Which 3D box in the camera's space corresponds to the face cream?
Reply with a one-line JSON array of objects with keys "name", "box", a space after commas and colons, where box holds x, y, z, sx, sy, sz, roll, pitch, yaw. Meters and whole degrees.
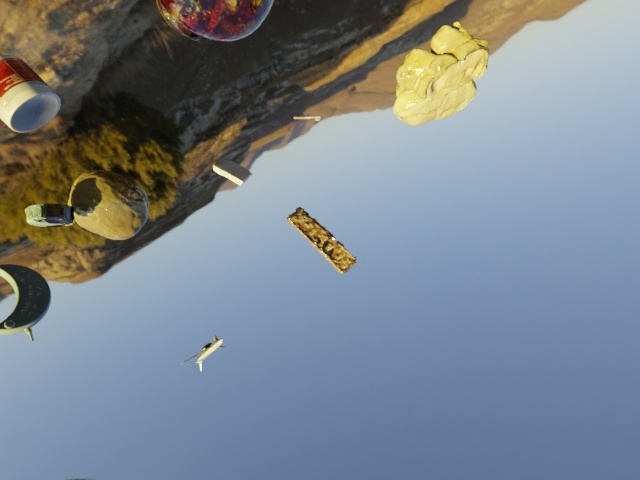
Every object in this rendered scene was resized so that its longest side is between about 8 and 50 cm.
[{"name": "face cream", "box": [-1.084, -0.523, 1.481, 0.201, 0.187, 0.201, -43, -175, 4]}]

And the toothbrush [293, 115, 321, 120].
[{"name": "toothbrush", "box": [-0.029, -0.256, 0.869, 0.097, 0.006, 0.008, 22, -92, 51]}]

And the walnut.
[{"name": "walnut", "box": [-0.784, -0.128, 1.533, 0.283, 0.283, 0.227, -30, -133, -12]}]

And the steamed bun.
[{"name": "steamed bun", "box": [0.218, -0.320, 0.817, 0.192, 0.106, 0.177, -28, 159, 3]}]

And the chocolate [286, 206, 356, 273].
[{"name": "chocolate", "box": [0.000, 0.001, 1.655, 0.102, 0.329, 0.065, -39, 168, -35]}]

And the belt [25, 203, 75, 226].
[{"name": "belt", "box": [-0.866, -0.082, 1.331, 0.105, 0.058, 0.140, -19, 168, 32]}]

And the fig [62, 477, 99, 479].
[{"name": "fig", "box": [-0.293, 0.311, 0.421, 0.149, 0.245, 0.149, -4, -130, 5]}]

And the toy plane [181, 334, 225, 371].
[{"name": "toy plane", "box": [-0.468, 0.462, 1.729, 0.226, 0.058, 0.226, -8, 142, -54]}]

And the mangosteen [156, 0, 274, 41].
[{"name": "mangosteen", "box": [-0.215, -0.484, 0.760, 0.289, 0.231, 0.231, 13, -140, 44]}]

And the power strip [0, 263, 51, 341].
[{"name": "power strip", "box": [-0.781, 0.163, 1.079, 0.137, 0.215, 0.044, 2, 150, -41]}]

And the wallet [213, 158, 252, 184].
[{"name": "wallet", "box": [-0.314, -0.247, 1.485, 0.031, 0.124, 0.183, -60, -171, 16]}]
